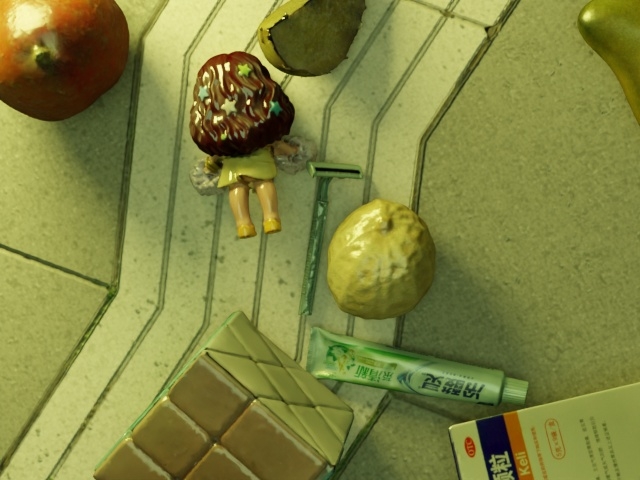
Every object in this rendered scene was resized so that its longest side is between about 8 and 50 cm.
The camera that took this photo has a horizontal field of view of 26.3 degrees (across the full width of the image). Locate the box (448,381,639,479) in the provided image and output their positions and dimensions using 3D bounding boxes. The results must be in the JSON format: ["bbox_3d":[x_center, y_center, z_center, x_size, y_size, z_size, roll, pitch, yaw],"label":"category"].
[{"bbox_3d":[0.331,0.310,1.751,0.299,0.106,0.200,-13,65,4],"label":"box"}]

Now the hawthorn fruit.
[{"bbox_3d":[-0.336,-0.242,1.717,0.199,0.251,0.199,-2,103,-8],"label":"hawthorn fruit"}]

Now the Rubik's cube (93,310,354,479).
[{"bbox_3d":[-0.117,0.261,1.751,0.221,0.231,0.224,41,103,-1],"label":"Rubik's cube"}]

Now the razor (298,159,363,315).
[{"bbox_3d":[-0.004,-0.002,1.820,0.084,0.036,0.211,3,107,-36],"label":"razor"}]

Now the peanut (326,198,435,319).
[{"bbox_3d":[0.078,0.025,1.780,0.140,0.109,0.159,-1,98,-5],"label":"peanut"}]

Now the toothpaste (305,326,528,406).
[{"bbox_3d":[0.127,0.176,1.825,0.297,0.048,0.075,10,103,6],"label":"toothpaste"}]

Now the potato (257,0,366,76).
[{"bbox_3d":[-0.012,-0.276,1.787,0.172,0.089,0.100,-42,114,-24],"label":"potato"}]

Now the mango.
[{"bbox_3d":[0.452,-0.202,1.724,0.146,0.129,0.289,-33,88,16],"label":"mango"}]

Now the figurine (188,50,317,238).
[{"bbox_3d":[-0.098,-0.125,1.776,0.174,0.116,0.240,-11,95,5],"label":"figurine"}]
